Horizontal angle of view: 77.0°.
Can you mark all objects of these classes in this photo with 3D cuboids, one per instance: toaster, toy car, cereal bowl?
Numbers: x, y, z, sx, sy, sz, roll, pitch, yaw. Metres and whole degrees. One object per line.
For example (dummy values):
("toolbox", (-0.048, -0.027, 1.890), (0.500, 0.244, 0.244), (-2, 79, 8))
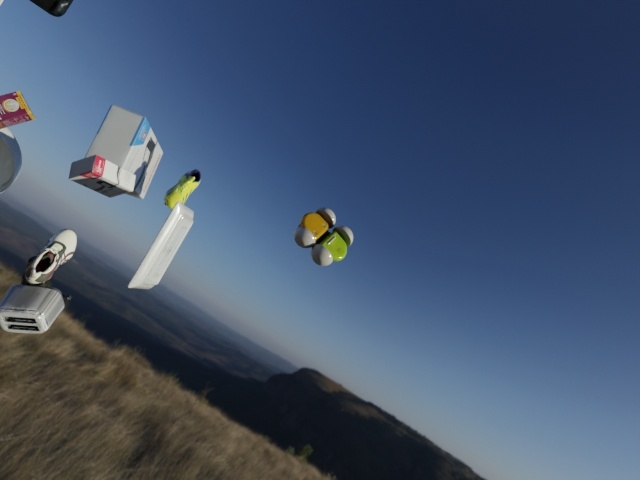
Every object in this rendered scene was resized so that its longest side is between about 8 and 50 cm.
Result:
("toaster", (-1.072, 0.257, 1.495), (0.227, 0.146, 0.129), (7, -54, -8))
("toy car", (0.000, 0.000, 1.280), (0.182, 0.159, 0.136), (45, -33, 3))
("cereal bowl", (-1.234, -0.327, 1.417), (0.339, 0.339, 0.141), (43, 17, -30))

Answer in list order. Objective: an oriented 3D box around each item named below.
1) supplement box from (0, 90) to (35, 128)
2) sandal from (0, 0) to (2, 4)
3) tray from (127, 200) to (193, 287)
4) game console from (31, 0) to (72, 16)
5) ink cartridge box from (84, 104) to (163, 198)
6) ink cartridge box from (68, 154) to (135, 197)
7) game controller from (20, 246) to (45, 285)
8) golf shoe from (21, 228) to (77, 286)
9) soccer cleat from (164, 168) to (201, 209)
("supplement box", (-0.687, -0.285, 0.883), (0.055, 0.083, 0.043), (64, -23, -7))
("sandal", (-0.690, -0.663, 0.863), (0.102, 0.416, 0.169), (46, 23, 25))
("tray", (-0.445, 0.023, 1.159), (0.030, 0.270, 0.145), (27, -8, 4))
("game console", (-0.910, -0.785, 1.148), (0.361, 0.213, 0.044), (32, 10, -23))
("ink cartridge box", (-0.710, -0.312, 1.488), (0.129, 0.223, 0.307), (19, -14, -6))
("ink cartridge box", (-0.680, -0.198, 1.263), (0.109, 0.063, 0.150), (-10, -21, 22))
("game controller", (-1.258, 0.164, 1.777), (0.067, 0.166, 0.319), (33, -63, -11))
("golf shoe", (-1.048, 0.057, 1.588), (0.105, 0.273, 0.120), (36, -42, -25))
("soccer cleat", (-0.625, -0.241, 1.836), (0.093, 0.289, 0.121), (37, -60, -18))
